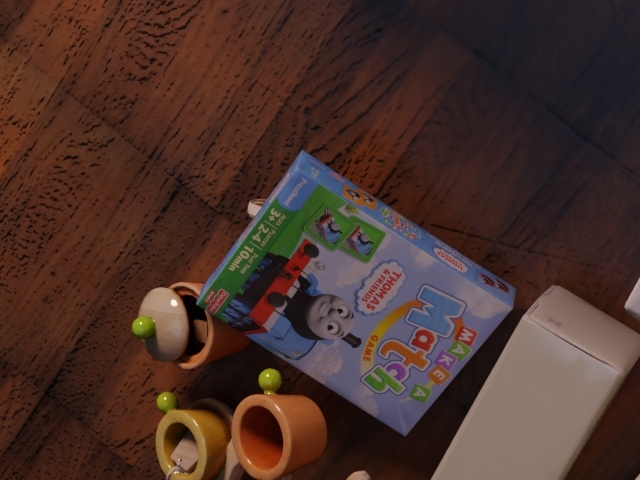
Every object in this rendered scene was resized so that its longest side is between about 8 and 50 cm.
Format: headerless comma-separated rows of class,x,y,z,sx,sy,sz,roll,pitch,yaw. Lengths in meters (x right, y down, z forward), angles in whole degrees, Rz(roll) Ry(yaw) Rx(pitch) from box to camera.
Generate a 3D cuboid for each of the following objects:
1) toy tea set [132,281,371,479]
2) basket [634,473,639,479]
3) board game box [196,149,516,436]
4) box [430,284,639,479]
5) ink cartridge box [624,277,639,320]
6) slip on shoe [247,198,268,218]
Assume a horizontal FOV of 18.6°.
toy tea set,-0.082,0.194,1.632,0.336,0.124,0.200,57,130,25
basket,0.343,0.262,1.423,0.266,0.328,0.331,28,113,15
board game box,0.029,0.046,1.609,0.211,0.039,0.160,32,118,-9
box,0.154,0.181,1.594,0.094,0.113,0.275,31,112,11
ink cartridge box,0.374,-0.026,1.357,0.197,0.270,0.198,32,124,11
slip on shoe,0.000,0.000,1.643,0.135,0.051,0.041,16,105,8
